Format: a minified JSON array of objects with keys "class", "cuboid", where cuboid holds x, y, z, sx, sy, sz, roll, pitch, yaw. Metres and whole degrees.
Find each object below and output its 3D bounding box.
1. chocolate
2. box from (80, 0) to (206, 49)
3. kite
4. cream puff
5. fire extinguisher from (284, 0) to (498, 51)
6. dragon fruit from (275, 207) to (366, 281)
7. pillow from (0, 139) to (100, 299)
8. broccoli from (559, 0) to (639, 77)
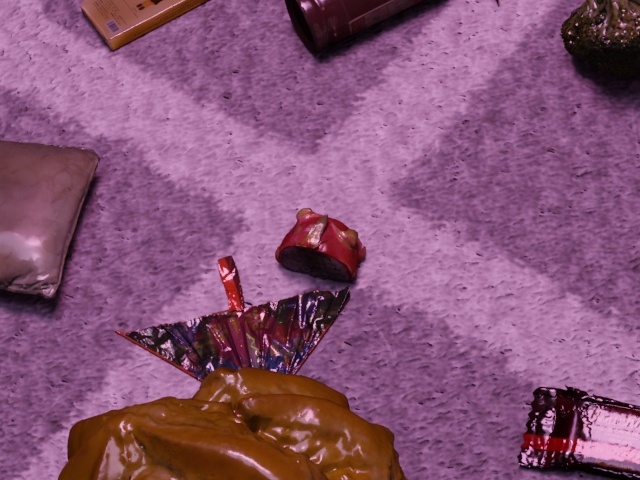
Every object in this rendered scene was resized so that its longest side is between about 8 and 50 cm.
[{"class":"chocolate","cuboid":[0.269,0.180,1.644,0.182,0.028,0.086,8,63,16]},{"class":"box","cuboid":[-0.184,-0.268,2.044,0.149,0.020,0.073,-29,54,-12]},{"class":"kite","cuboid":[-0.080,0.090,1.774,0.232,0.009,0.189,-13,54,-1]},{"class":"cream puff","cuboid":[-0.057,0.215,1.525,0.323,0.270,0.274,19,54,19]},{"class":"fire extinguisher","cuboid":[0.093,-0.270,1.985,0.252,0.106,0.075,-26,16,-12]},{"class":"dragon fruit","cuboid":[0.000,0.000,1.796,0.083,0.060,0.056,15,61,21]},{"class":"pillow","cuboid":[-0.388,-0.032,1.871,0.302,0.075,0.185,6,58,10]},{"class":"broccoli","cuboid":[0.320,-0.235,1.873,0.162,0.138,0.146,-24,20,-15]}]
